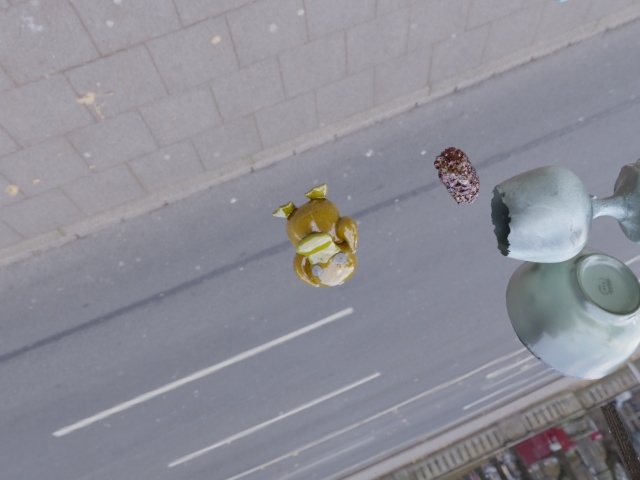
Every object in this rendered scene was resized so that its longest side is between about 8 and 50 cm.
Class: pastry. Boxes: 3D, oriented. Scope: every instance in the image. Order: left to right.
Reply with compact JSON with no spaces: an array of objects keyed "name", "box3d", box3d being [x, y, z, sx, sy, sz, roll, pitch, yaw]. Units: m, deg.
[{"name":"pastry","box3d":[0.396,-0.180,1.693,0.097,0.115,0.208,-8,149,28]}]

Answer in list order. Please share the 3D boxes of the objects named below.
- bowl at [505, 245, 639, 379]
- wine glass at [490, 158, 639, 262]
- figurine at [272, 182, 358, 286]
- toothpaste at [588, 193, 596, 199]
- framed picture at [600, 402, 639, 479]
[{"name":"bowl","box3d":[0.665,0.149,1.478,0.354,0.354,0.185,-14,153,-21]},{"name":"wine glass","box3d":[0.569,-0.066,1.366,0.323,0.238,0.238,-10,154,3]},{"name":"figurine","box3d":[0.000,-0.005,1.524,0.215,0.228,0.215,-9,138,-8]},{"name":"toothpaste","box3d":[0.659,-0.134,1.696,0.078,0.248,0.047,35,76,-43]},{"name":"framed picture","box3d":[0.459,0.336,0.866,0.023,0.168,0.128,-23,143,18]}]
